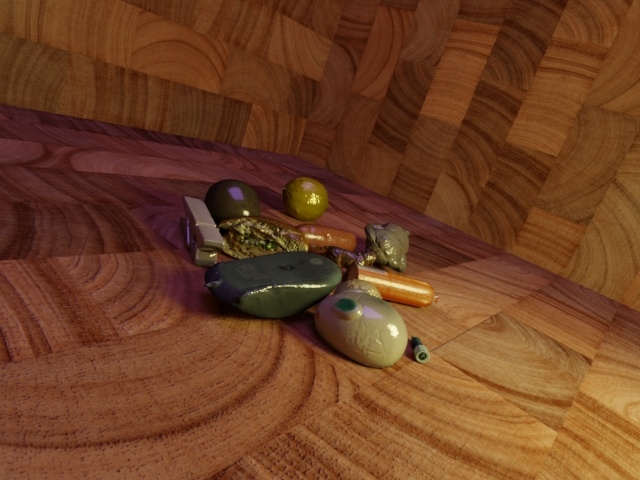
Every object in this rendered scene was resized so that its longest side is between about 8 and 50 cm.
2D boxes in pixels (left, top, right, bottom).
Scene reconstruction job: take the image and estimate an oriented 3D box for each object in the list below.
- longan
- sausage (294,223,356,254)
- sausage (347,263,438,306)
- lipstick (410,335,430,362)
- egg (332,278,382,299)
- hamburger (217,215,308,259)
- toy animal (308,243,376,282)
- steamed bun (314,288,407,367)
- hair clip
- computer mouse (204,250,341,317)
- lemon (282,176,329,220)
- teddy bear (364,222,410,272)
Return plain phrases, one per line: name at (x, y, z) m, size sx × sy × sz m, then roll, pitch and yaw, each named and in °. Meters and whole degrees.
longan at (-0.296, -0.108, 1.506) m, size 0.198 × 0.198 × 0.212 m, roll 9°, pitch 51°, yaw -32°
sausage at (0.000, 0.000, 1.611) m, size 0.259 × 0.113 × 0.113 m, roll 9°, pitch 19°, yaw -33°
sausage at (0.242, 0.152, 1.433) m, size 0.313 × 0.092 × 0.093 m, roll 14°, pitch 17°, yaw -18°
lipstick at (0.253, 0.273, 1.156) m, size 0.037 × 0.037 × 0.116 m, roll 19°, pitch 12°, yaw -2°
egg at (0.102, 0.163, 1.215) m, size 0.140 × 0.118 × 0.116 m, roll 14°, pitch -28°, yaw 14°
hamburger at (-0.169, -0.004, 1.379) m, size 0.283 × 0.143 × 0.156 m, roll 20°, pitch 18°, yaw 5°
toy animal at (0.050, 0.054, 1.488) m, size 0.256 × 0.116 × 0.114 m, roll 20°, pitch 15°, yaw 5°
steamed bun at (0.101, 0.195, 1.064) m, size 0.228 × 0.130 × 0.177 m, roll 25°, pitch 19°, yaw 13°
hair clip at (-0.358, -0.032, 1.342) m, size 0.085 × 0.101 × 0.331 m, roll 14°, pitch 18°, yaw -32°
computer mouse at (-0.114, 0.114, 1.103) m, size 0.371 × 0.121 × 0.188 m, roll -3°, pitch 23°, yaw -38°
lemon at (-0.068, -0.185, 1.996) m, size 0.231 × 0.192 × 0.192 m, roll 21°, pitch 15°, yaw -22°
teddy bear at (0.263, 0.023, 1.766) m, size 0.236 × 0.151 × 0.267 m, roll 49°, pitch 31°, yaw 4°
